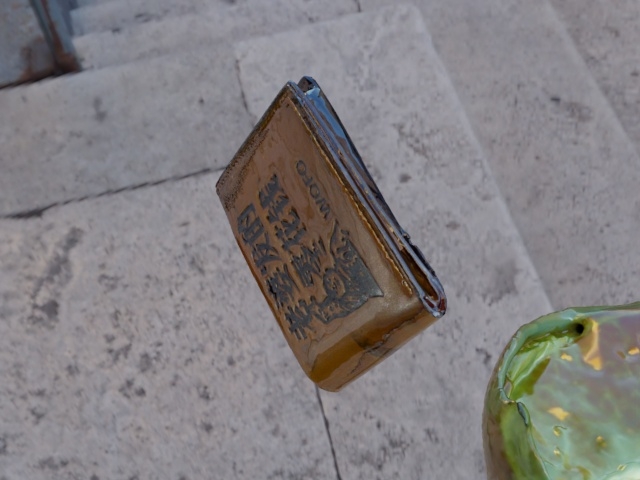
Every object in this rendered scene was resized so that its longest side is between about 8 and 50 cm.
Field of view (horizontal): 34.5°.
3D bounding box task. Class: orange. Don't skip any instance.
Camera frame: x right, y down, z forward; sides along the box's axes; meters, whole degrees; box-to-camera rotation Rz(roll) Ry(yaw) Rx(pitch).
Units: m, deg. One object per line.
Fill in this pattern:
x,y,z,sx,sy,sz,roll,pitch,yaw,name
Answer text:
0.250,0.194,0.746,0.262,0.196,0.334,-3,58,-22,orange

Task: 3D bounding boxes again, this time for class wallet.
-0.003,0.001,0.738,0.042,0.161,0.195,-19,73,-32,wallet
